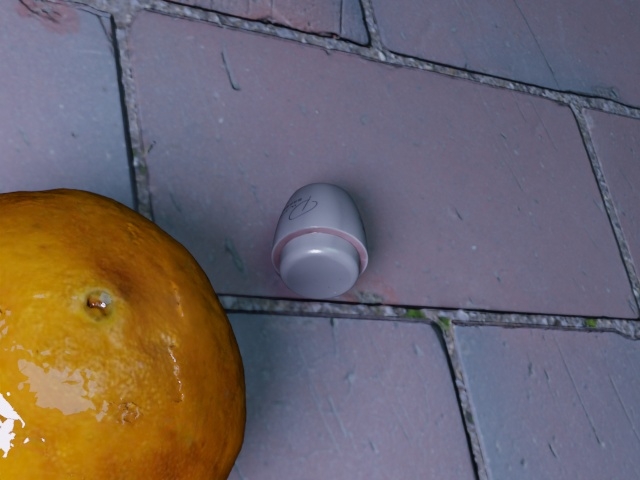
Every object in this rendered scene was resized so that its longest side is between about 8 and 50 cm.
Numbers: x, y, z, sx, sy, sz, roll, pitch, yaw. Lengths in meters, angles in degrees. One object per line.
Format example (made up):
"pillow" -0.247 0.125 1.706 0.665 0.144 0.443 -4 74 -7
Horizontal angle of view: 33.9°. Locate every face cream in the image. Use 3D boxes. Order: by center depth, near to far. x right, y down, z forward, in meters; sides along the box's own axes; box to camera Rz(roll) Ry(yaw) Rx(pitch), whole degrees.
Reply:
"face cream" 0.000 0.000 1.000 0.091 0.091 0.095 24 44 -23

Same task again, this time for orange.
"orange" -0.189 0.095 0.715 0.284 0.226 0.284 22 46 -24
